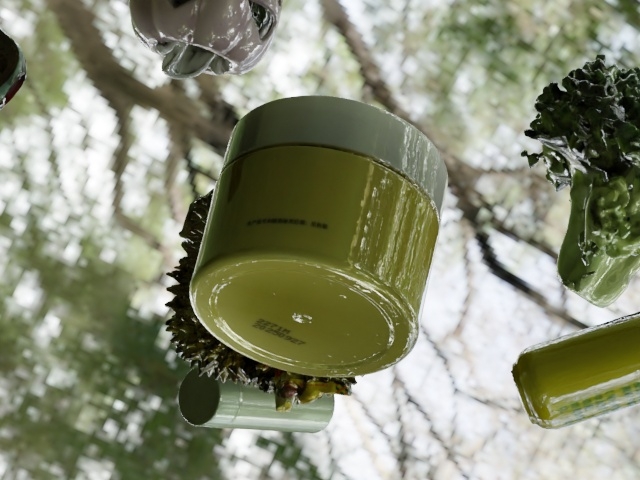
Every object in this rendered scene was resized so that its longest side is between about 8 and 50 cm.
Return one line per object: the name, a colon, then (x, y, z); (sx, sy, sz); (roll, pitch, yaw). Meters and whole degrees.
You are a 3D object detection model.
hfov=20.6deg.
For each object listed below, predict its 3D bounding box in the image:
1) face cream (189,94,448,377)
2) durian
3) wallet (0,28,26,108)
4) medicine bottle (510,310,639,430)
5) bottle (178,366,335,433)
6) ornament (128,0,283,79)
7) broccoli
face cream: (0.000, 0.000, 1.652); (0.218, 0.218, 0.179); (-27, -140, 45)
durian: (-0.042, 0.055, 1.936); (0.258, 0.258, 0.293); (-61, -153, 1)
wallet: (-0.351, -0.172, 1.478); (0.137, 0.031, 0.255); (-43, -118, -7)
medicine bottle: (0.315, 0.086, 1.489); (0.308, 0.111, 0.076); (-18, -105, 8)
bottle: (-0.073, 0.188, 2.077); (0.072, 0.201, 0.072); (-7, -101, 40)
ornament: (-0.129, -0.258, 1.959); (0.177, 0.177, 0.178); (-37, -142, 36)
broccoli: (0.379, -0.057, 2.108); (0.281, 0.347, 0.293); (-56, -142, 10)
